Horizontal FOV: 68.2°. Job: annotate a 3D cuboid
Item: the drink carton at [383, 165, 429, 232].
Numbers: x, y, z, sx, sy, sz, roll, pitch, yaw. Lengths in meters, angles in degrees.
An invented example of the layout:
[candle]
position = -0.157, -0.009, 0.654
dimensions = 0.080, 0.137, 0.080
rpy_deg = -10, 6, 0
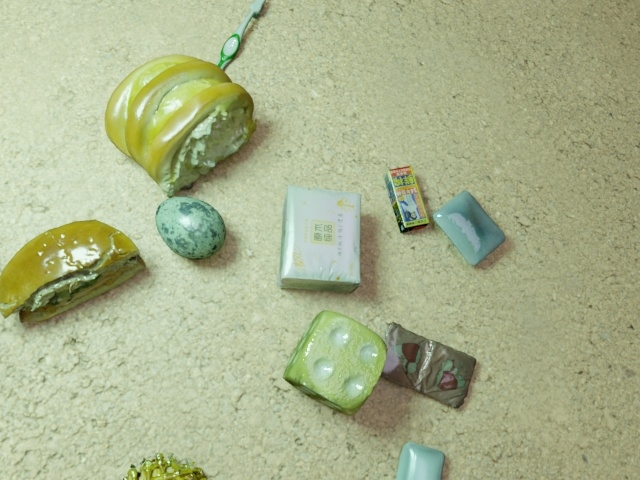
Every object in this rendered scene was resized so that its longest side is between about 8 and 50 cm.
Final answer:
[drink carton]
position = 0.224, -0.107, 1.243
dimensions = 0.071, 0.056, 0.165
rpy_deg = -11, 76, -8

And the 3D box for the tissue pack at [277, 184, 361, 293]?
[tissue pack]
position = 0.000, 0.000, 1.121
dimensions = 0.185, 0.124, 0.225
rpy_deg = 5, 72, -9

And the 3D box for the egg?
[egg]
position = -0.294, -0.031, 1.061
dimensions = 0.172, 0.132, 0.132
rpy_deg = 32, 69, 11

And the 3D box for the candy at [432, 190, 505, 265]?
[candy]
position = 0.394, -0.035, 1.249
dimensions = 0.138, 0.071, 0.174
rpy_deg = -35, 83, -20

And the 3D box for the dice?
[dice]
position = 0.030, 0.263, 1.022
dimensions = 0.166, 0.169, 0.169
rpy_deg = 31, 68, -1

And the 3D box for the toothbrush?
[toothbrush]
position = -0.247, -0.507, 1.267
dimensions = 0.042, 0.040, 0.418
rpy_deg = 28, 70, -7

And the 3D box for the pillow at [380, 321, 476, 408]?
[pillow]
position = 0.250, 0.299, 1.127
dimensions = 0.248, 0.049, 0.135
rpy_deg = 24, 70, -9

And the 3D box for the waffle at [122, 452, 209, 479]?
[waffle]
position = -0.307, 0.524, 0.920
dimensions = 0.193, 0.070, 0.197
rpy_deg = 25, 67, -4

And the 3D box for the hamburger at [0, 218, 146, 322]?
[hamburger]
position = -0.527, 0.048, 0.977
dimensions = 0.283, 0.144, 0.156
rpy_deg = -27, 80, -17

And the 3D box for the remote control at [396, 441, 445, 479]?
[remote control]
position = 0.203, 0.599, 1.021
dimensions = 0.103, 0.051, 0.293
rpy_deg = 18, 71, -7

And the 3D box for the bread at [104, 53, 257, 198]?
[bread]
position = -0.320, -0.290, 1.086
dimensions = 0.316, 0.211, 0.270
rpy_deg = -40, 85, -17
